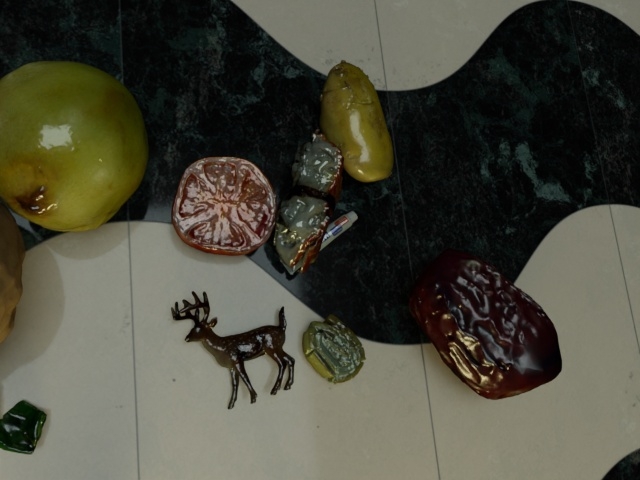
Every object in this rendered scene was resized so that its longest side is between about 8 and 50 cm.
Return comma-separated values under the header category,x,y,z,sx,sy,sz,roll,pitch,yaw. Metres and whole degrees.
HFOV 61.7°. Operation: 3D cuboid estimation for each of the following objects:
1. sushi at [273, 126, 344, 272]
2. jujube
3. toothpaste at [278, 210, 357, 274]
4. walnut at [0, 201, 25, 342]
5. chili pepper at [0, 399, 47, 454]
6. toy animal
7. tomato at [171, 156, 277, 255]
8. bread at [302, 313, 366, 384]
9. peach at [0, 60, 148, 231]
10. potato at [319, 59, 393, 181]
category,x,y,z,sx,sy,sz,roll,pitch,yaw
sushi,-0.027,-0.095,1.234,0.129,0.124,0.333,19,71,1
jujube,0.376,0.198,1.242,0.376,0.258,0.258,43,70,9
toothpaste,0.000,0.000,1.279,0.218,0.033,0.052,-36,85,-16
walnut,-0.671,0.060,0.883,0.382,0.383,0.384,4,77,-16
chili pepper,-0.635,0.314,0.995,0.253,0.083,0.099,34,62,-11
toy animal,-0.183,0.224,1.161,0.243,0.087,0.260,-12,80,-32
tomato,-0.218,-0.070,1.194,0.236,0.095,0.237,4,79,-20
bread,0.028,0.246,1.214,0.156,0.064,0.117,46,69,-4
peach,-0.477,-0.182,1.017,0.314,0.281,0.316,59,25,-9
potato,0.083,-0.286,1.305,0.172,0.140,0.301,-16,88,-32
